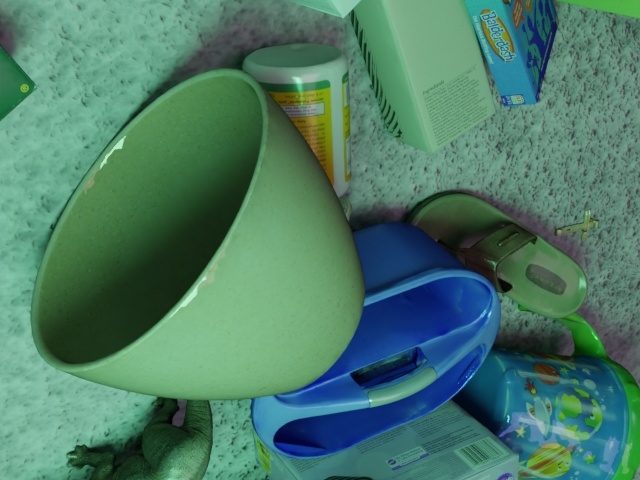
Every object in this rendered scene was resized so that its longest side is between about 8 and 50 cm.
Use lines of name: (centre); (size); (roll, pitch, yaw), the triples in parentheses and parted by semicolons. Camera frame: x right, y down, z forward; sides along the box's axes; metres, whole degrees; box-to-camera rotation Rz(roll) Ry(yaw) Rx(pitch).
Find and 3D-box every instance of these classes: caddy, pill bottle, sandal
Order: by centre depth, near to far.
pill bottle: (-0.024, -0.108, 1.177); (0.118, 0.117, 0.208); (-16, 118, -26)
caddy: (0.057, 0.130, 1.263); (0.341, 0.179, 0.241); (-19, 131, -21)
sandal: (0.247, 0.022, 1.402); (0.303, 0.086, 0.120); (21, 96, -20)

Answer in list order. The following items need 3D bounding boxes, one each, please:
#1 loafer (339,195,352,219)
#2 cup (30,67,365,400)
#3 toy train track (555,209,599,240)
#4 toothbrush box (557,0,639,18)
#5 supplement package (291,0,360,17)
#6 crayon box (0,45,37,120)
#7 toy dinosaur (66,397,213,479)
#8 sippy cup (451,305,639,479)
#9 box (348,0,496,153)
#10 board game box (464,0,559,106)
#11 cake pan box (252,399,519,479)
loafer: (0.000, 0.000, 1.291); (0.125, 0.045, 0.039); (-57, 154, 6)
cup: (-0.092, 0.029, 1.048); (0.237, 0.331, 0.331); (36, 89, -34)
toy train track: (0.382, -0.018, 1.538); (0.083, 0.014, 0.048); (-12, 116, -28)
toothbrush box: (0.453, -0.329, 1.280); (0.206, 0.283, 0.122); (-4, 113, -30)
supplement package: (0.024, -0.376, 1.038); (0.262, 0.204, 0.145); (-46, 127, -8)
crayon box: (-0.487, -0.131, 0.880); (0.363, 0.106, 0.313); (-45, 127, -8)
toy dinosaur: (-0.193, 0.267, 1.204); (0.314, 0.160, 0.121); (-35, 125, -14)
sippy cup: (0.300, 0.255, 1.485); (0.224, 0.305, 0.240); (17, 129, -25)
box: (0.108, -0.248, 1.215); (0.113, 0.094, 0.275); (-32, 123, -18)
board game box: (0.225, -0.290, 1.240); (0.210, 0.047, 0.160); (58, 41, -40)
cake pan box: (0.082, 0.274, 1.330); (0.267, 0.246, 0.070); (-19, 123, -26)
